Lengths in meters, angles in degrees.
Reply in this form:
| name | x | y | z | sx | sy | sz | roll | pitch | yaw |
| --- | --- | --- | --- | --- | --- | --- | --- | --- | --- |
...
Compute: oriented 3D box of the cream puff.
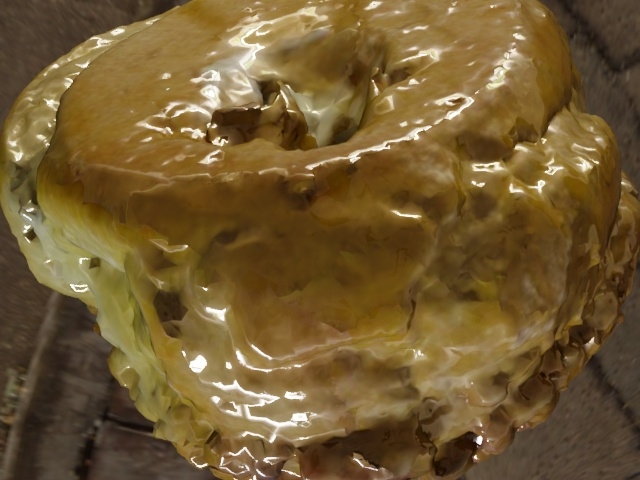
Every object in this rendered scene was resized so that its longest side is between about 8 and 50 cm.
| name | x | y | z | sx | sy | sz | roll | pitch | yaw |
| --- | --- | --- | --- | --- | --- | --- | --- | --- | --- |
| cream puff | 0.000 | 0.000 | 0.850 | 0.343 | 0.231 | 0.327 | -1 | 37 | 19 |
